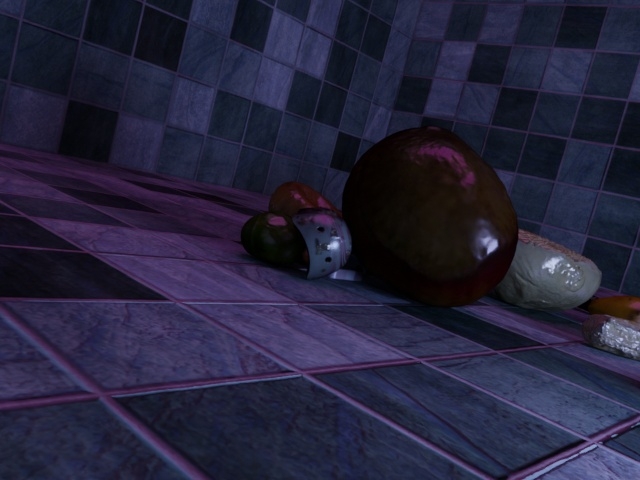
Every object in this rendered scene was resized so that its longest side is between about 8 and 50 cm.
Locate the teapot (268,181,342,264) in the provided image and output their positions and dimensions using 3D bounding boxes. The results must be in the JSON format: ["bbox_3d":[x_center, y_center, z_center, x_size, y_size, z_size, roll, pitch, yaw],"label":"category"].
[{"bbox_3d":[-0.049,-0.030,1.584,0.203,0.167,0.311,27,19,-36],"label":"teapot"}]

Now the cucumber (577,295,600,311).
[{"bbox_3d":[0.859,0.200,2.029,0.067,0.067,0.245,11,5,-31],"label":"cucumber"}]

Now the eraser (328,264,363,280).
[{"bbox_3d":[0.045,0.071,1.451,0.105,0.026,0.065,9,6,-43],"label":"eraser"}]

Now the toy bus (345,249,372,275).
[{"bbox_3d":[0.090,0.041,1.592,0.123,0.074,0.060,20,8,36],"label":"toy bus"}]

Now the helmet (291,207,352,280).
[{"bbox_3d":[0.014,-0.003,1.331,0.107,0.153,0.177,-15,8,11],"label":"helmet"}]

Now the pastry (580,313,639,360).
[{"bbox_3d":[0.707,0.220,1.383,0.259,0.089,0.121,16,11,-4],"label":"pastry"}]

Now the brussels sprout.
[{"bbox_3d":[-0.099,-0.007,1.391,0.155,0.117,0.155,6,11,-1],"label":"brussels sprout"}]

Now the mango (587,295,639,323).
[{"bbox_3d":[0.820,0.201,1.716,0.145,0.112,0.219,9,3,-14],"label":"mango"}]

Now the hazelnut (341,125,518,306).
[{"bbox_3d":[0.233,-0.037,1.400,0.421,0.353,0.421,28,-33,20],"label":"hazelnut"}]

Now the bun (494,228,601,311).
[{"bbox_3d":[0.587,0.088,1.769,0.364,0.202,0.364,20,10,-4],"label":"bun"}]
